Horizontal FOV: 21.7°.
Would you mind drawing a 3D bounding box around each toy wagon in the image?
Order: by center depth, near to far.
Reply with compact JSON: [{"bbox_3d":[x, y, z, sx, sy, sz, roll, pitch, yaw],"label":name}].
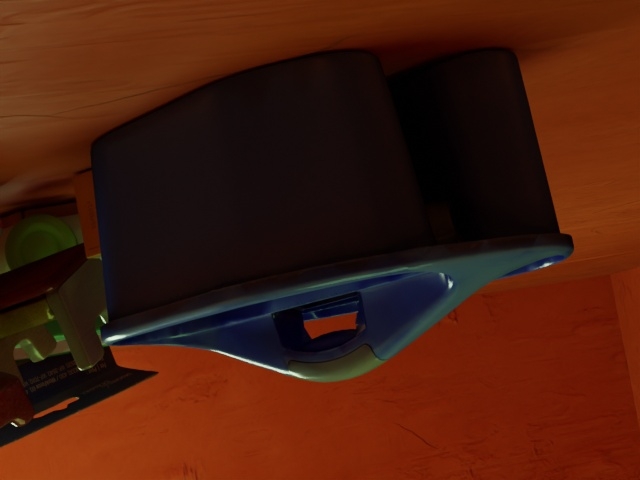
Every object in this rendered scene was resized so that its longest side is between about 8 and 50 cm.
[{"bbox_3d":[-0.197,0.012,1.390,0.344,0.068,0.267,-9,174,-2],"label":"toy wagon"}]

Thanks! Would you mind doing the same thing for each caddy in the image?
[{"bbox_3d":[0.000,0.000,1.056,0.241,0.179,0.341,-5,173,-36],"label":"caddy"}]

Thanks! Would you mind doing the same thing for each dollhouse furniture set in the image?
[{"bbox_3d":[-0.351,0.094,1.225,0.374,0.152,0.201,-20,-161,31],"label":"dollhouse furniture set"}]

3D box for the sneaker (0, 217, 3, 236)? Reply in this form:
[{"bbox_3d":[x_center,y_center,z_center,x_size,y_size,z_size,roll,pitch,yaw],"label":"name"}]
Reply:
[{"bbox_3d":[-0.255,-0.013,1.163,0.075,0.057,0.161,-24,-179,-29],"label":"sneaker"}]

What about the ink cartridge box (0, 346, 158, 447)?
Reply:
[{"bbox_3d":[-0.415,0.177,2.070,0.307,0.072,0.303,-3,-168,36],"label":"ink cartridge box"}]

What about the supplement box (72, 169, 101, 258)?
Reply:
[{"bbox_3d":[-0.128,-0.021,1.204,0.036,0.062,0.098,-16,173,35],"label":"supplement box"}]

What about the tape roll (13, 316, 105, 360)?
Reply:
[{"bbox_3d":[-0.318,0.087,1.884,0.321,0.077,0.321,-9,175,-1],"label":"tape roll"}]
